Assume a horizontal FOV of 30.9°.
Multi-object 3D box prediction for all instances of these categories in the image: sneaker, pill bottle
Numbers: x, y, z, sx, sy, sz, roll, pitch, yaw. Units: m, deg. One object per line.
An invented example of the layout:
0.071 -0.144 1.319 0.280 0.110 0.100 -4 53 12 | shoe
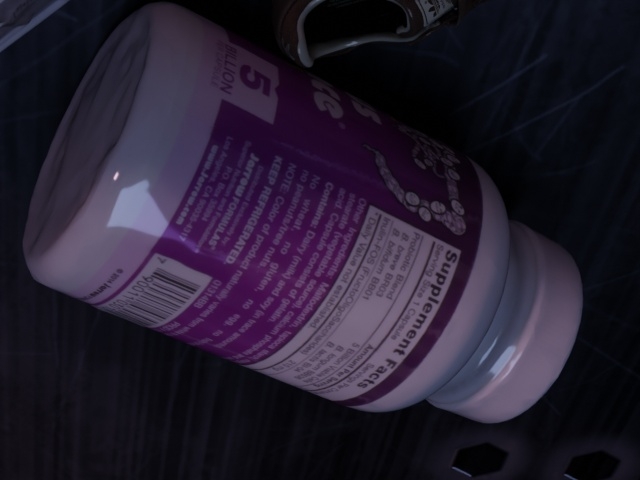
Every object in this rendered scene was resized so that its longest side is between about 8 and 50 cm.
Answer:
0.065 -0.135 0.613 0.188 0.071 0.066 -18 132 14 | sneaker
0.000 0.000 0.671 0.301 0.169 0.169 25 127 -25 | pill bottle

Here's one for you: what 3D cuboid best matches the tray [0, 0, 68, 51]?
-0.158 -0.091 0.494 0.145 0.270 0.030 -37 103 -1 | tray
